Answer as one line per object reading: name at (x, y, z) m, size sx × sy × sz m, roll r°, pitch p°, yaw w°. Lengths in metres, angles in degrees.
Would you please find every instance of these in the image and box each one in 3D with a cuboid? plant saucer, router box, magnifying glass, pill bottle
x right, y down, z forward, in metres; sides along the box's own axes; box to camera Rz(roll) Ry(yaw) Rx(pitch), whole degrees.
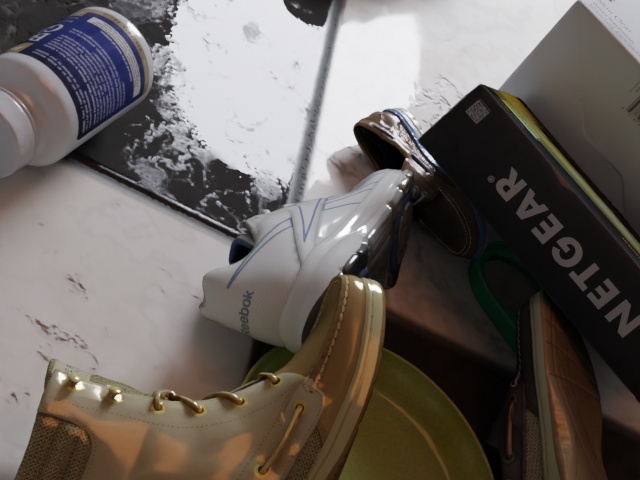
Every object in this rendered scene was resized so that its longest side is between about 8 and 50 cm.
plant saucer at (0.031, 0.185, 0.932) m, size 0.241 × 0.037 × 0.241 m, roll 21°, pitch 44°, yaw -22°
router box at (0.242, -0.005, 1.142) m, size 0.309 × 0.081 × 0.243 m, roll 51°, pitch 16°, yaw 8°
magnifying glass at (0.201, 0.097, 1.144) m, size 0.092 × 0.026 × 0.231 m, roll 11°, pitch 50°, yaw -30°
pill bottle at (-0.217, -0.117, 0.963) m, size 0.094 × 0.094 × 0.169 m, roll 42°, pitch 41°, yaw 1°

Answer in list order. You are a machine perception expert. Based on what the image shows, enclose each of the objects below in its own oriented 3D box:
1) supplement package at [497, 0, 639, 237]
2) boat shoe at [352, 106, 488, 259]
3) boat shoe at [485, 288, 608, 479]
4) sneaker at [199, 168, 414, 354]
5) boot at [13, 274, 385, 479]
supplement package at (0.333, -0.112, 1.287) m, size 0.262 × 0.204 × 0.145 m, roll 49°, pitch 41°, yaw 10°
boat shoe at (0.091, -0.050, 1.167) m, size 0.066 × 0.066 × 0.183 m, roll -14°, pitch 56°, yaw -36°
boat shoe at (0.185, 0.171, 1.016) m, size 0.103 × 0.092 × 0.285 m, roll 38°, pitch 39°, yaw -40°
sneaker at (0.000, 0.000, 1.015) m, size 0.129 × 0.111 × 0.297 m, roll 13°, pitch 23°, yaw 16°
boot at (-0.083, 0.111, 0.806) m, size 0.203 × 0.095 × 0.262 m, roll 25°, pitch 76°, yaw -5°
